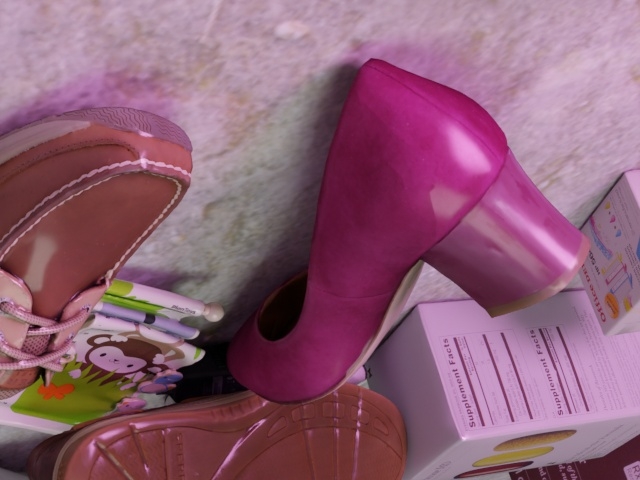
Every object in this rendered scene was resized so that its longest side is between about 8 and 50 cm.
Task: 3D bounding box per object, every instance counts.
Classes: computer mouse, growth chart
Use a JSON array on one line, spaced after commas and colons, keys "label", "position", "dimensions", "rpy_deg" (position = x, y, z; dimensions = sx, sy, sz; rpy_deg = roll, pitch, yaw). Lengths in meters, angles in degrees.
[{"label": "computer mouse", "position": [-0.146, 0.117, 0.999], "dimensions": [0.242, 0.041, 0.071], "rpy_deg": [-3, 145, -13]}, {"label": "growth chart", "position": [-0.178, 0.095, 0.907], "dimensions": [0.171, 0.021, 0.237], "rpy_deg": [13, 139, -32]}]

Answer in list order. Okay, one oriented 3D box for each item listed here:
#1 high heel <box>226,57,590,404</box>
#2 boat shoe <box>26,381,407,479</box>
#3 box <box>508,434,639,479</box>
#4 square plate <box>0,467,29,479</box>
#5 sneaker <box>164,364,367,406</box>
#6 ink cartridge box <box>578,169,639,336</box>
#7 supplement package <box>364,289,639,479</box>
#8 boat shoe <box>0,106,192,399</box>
[{"label": "high heel", "position": [0.000, 0.000, 0.819], "dimensions": [0.181, 0.127, 0.377], "rpy_deg": [43, 140, -15]}, {"label": "boat shoe", "position": [-0.080, 0.180, 0.991], "dimensions": [0.341, 0.123, 0.123], "rpy_deg": [-3, 180, -37]}, {"label": "box", "position": [0.378, 0.188, 1.271], "dimensions": [0.143, 0.191, 0.381], "rpy_deg": [10, 144, -44]}, {"label": "square plate", "position": [-0.209, 0.343, 1.203], "dimensions": [0.347, 0.049, 0.344], "rpy_deg": [16, 141, 4]}, {"label": "sneaker", "position": [-0.044, 0.162, 1.091], "dimensions": [0.190, 0.083, 0.071], "rpy_deg": [-16, 154, -3]}, {"label": "ink cartridge box", "position": [0.275, 0.013, 0.961], "dimensions": [0.089, 0.092, 0.143], "rpy_deg": [-8, 153, -16]}, {"label": "supplement package", "position": [0.187, 0.139, 1.120], "dimensions": [0.244, 0.134, 0.139], "rpy_deg": [-4, 152, -25]}, {"label": "boat shoe", "position": [-0.185, 0.037, 0.703], "dimensions": [0.123, 0.116, 0.324], "rpy_deg": [11, 144, -44]}]
